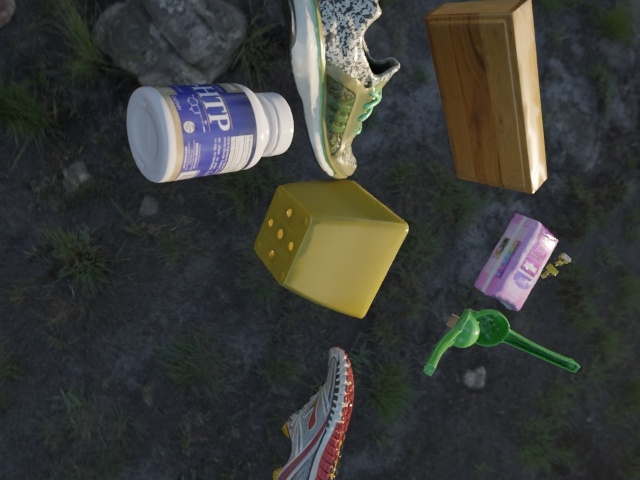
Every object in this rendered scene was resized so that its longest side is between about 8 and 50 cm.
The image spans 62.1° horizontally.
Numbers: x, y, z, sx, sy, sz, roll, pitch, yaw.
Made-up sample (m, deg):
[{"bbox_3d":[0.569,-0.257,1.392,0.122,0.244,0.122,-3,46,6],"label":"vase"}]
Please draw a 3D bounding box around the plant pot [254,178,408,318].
[{"bbox_3d":[0.000,0.000,1.017,0.187,0.212,0.212,10,114,-37],"label":"plant pot"}]

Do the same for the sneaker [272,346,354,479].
[{"bbox_3d":[-0.007,0.258,0.773,0.093,0.088,0.225,10,58,14],"label":"sneaker"}]

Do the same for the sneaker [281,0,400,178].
[{"bbox_3d":[0.056,-0.260,0.952,0.182,0.410,0.158,-9,58,6],"label":"sneaker"}]

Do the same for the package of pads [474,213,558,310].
[{"bbox_3d":[0.187,0.021,0.505,0.050,0.032,0.083,29,91,-38],"label":"package of pads"}]

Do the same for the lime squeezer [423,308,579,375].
[{"bbox_3d":[0.218,0.140,0.716,0.310,0.059,0.110,10,44,-36],"label":"lime squeezer"}]

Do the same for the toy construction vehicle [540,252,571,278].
[{"bbox_3d":[0.585,0.054,1.372,0.086,0.098,0.035,48,55,4],"label":"toy construction vehicle"}]

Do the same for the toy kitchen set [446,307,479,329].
[{"bbox_3d":[0.352,0.186,1.280,0.068,0.083,0.075,-54,144,-14],"label":"toy kitchen set"}]

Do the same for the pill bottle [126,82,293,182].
[{"bbox_3d":[-0.133,-0.140,0.668,0.187,0.112,0.112,-16,93,-38],"label":"pill bottle"}]

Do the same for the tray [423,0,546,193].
[{"bbox_3d":[0.364,-0.300,1.154,0.076,0.203,0.410,-42,130,-25],"label":"tray"}]
